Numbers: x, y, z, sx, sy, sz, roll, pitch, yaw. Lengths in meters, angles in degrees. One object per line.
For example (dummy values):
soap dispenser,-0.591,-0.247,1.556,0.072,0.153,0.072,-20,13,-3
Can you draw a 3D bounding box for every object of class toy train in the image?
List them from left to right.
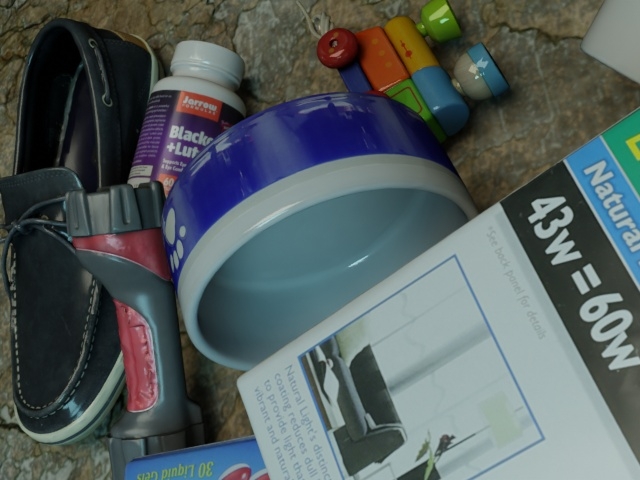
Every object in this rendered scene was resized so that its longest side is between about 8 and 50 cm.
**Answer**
toy train,0.074,-0.198,1.029,0.143,0.105,0.248,-31,58,10

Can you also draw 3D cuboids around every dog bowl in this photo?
dog bowl,0.000,0.000,0.898,0.265,0.265,0.104,-35,55,19

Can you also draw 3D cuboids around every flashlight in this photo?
flashlight,-0.188,0.095,1.030,0.103,0.103,0.304,-2,94,36

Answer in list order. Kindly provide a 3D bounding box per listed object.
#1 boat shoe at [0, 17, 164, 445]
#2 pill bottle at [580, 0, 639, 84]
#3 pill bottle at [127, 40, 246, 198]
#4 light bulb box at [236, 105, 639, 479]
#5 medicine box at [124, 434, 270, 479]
boat shoe,-0.291,-0.023,1.177,0.187,0.156,0.500,-4,72,31
pill bottle,0.366,-0.269,0.741,0.224,0.224,0.392,40,111,37
pill bottle,-0.142,-0.114,1.134,0.108,0.108,0.193,4,76,35
light bulb box,0.211,0.116,0.654,0.361,0.358,0.225,-35,59,21
medicine box,-0.024,0.319,0.874,0.263,0.149,0.289,-16,64,29
